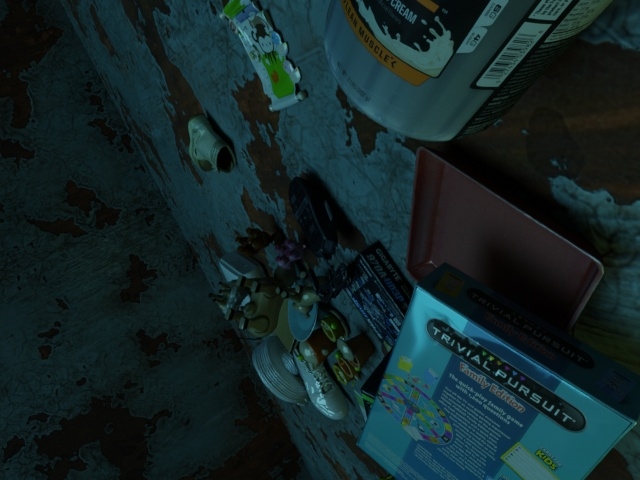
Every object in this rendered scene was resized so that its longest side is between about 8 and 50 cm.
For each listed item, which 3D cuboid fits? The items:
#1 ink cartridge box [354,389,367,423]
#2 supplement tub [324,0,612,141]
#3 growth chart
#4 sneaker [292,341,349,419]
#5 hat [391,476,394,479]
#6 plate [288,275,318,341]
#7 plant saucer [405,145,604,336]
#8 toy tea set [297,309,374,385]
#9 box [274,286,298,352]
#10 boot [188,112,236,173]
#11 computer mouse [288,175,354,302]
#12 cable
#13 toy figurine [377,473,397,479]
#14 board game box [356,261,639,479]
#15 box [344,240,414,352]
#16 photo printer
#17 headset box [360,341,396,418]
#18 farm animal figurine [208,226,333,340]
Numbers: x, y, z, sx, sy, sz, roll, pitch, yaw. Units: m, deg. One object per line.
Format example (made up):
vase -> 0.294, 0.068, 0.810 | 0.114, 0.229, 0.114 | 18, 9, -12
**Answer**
ink cartridge box -> 0.186, 0.529, 1.373 | 0.171, 0.056, 0.235 | 27, 139, 54
supplement tub -> 0.124, -0.225, 0.328 | 0.193, 0.193, 0.316 | 55, 158, 11
growth chart -> -0.108, -0.353, 0.914 | 0.237, 0.021, 0.172 | 62, 158, -9
sneaker -> -0.011, 0.457, 1.643 | 0.292, 0.108, 0.169 | 48, 159, 30
hat -> 0.316, 0.751, 1.416 | 0.208, 0.183, 0.173 | -13, -98, -68
plate -> -0.044, 0.189, 1.382 | 0.188, 0.024, 0.188 | -22, 65, 60
plant saucer -> 0.223, 0.028, 0.643 | 0.258, 0.048, 0.259 | 44, 155, 35
toy tea set -> 0.027, 0.309, 1.339 | 0.200, 0.124, 0.336 | 52, 158, 18
box -> -0.107, 0.222, 1.517 | 0.201, 0.021, 0.164 | 42, 117, 49
boot -> -0.315, -0.246, 1.440 | 0.165, 0.077, 0.213 | 47, 153, 24
computer mouse -> 0.000, 0.000, 1.037 | 0.262, 0.060, 0.184 | 63, 154, 20
cable -> -0.129, 0.467, 1.781 | 0.257, 0.089, 0.257 | 29, -156, -52
toy figurine -> 0.277, 0.601, 1.102 | 0.217, 0.191, 0.362 | 49, 158, 12
board game box -> 0.202, 0.233, 0.639 | 0.254, 0.079, 0.336 | 33, 129, 27
box -> 0.131, 0.128, 0.971 | 0.220, 0.051, 0.175 | 55, 158, 10
photo printer -> -0.254, 0.208, 1.855 | 0.256, 0.107, 0.307 | 25, 140, 56
headset box -> 0.219, 0.341, 0.873 | 0.246, 0.131, 0.283 | 21, 139, 35
farm animal figurine -> -0.117, 0.133, 1.322 | 0.172, 0.327, 0.330 | 21, -166, -45
